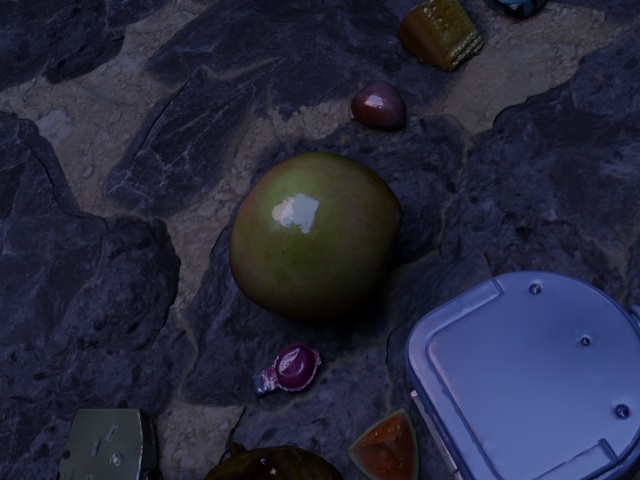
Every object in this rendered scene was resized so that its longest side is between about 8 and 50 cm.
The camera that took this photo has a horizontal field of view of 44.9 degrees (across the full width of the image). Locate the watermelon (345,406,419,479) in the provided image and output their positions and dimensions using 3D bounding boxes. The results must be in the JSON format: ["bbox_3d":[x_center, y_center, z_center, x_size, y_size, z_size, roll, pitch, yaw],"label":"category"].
[{"bbox_3d":[0.120,0.352,1.285,0.125,0.094,0.135,-32,59,-9],"label":"watermelon"}]

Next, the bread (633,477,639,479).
[{"bbox_3d":[0.591,0.369,1.089,0.265,0.142,0.178,-27,70,6],"label":"bread"}]

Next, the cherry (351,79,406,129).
[{"bbox_3d":[0.127,-0.295,1.670,0.126,0.087,0.106,16,72,31],"label":"cherry"}]

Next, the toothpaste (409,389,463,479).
[{"bbox_3d":[0.207,0.328,1.305,0.048,0.031,0.190,-28,52,7],"label":"toothpaste"}]

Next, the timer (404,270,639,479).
[{"bbox_3d":[0.354,0.228,1.218,0.394,0.173,0.395,-10,57,16],"label":"timer"}]

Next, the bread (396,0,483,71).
[{"bbox_3d":[0.260,-0.466,1.743,0.140,0.169,0.160,-39,14,-5],"label":"bread"}]

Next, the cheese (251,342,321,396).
[{"bbox_3d":[-0.065,0.246,1.452,0.145,0.038,0.095,-26,53,12],"label":"cheese"}]

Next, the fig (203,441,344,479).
[{"bbox_3d":[-0.108,0.438,1.261,0.286,0.286,0.368,-46,25,-9],"label":"fig"}]

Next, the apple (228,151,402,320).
[{"bbox_3d":[0.000,0.000,1.414,0.277,0.319,0.319,26,72,18],"label":"apple"}]

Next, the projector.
[{"bbox_3d":[-0.386,0.447,1.424,0.193,0.088,0.270,-4,60,17],"label":"projector"}]

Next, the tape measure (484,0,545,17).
[{"bbox_3d":[0.437,-0.561,1.713,0.125,0.081,0.146,-41,55,-2],"label":"tape measure"}]
